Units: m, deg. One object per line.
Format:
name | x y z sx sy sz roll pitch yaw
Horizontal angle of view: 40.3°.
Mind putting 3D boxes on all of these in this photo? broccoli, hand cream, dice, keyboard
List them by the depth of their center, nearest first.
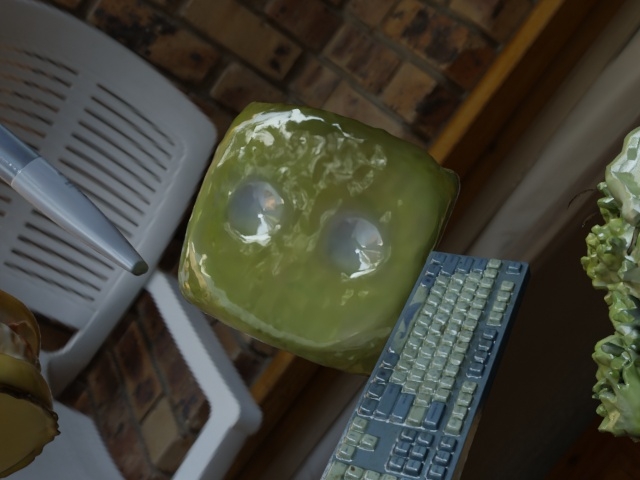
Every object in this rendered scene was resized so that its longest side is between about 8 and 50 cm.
keyboard | 0.050 0.066 0.403 0.055 0.014 0.176 8 42 25
broccoli | 0.358 0.011 0.753 0.281 0.293 0.347 37 36 -31
dice | 0.000 0.000 0.916 0.233 0.226 0.238 22 -3 8
hand cream | -0.285 -0.048 0.930 0.255 0.048 0.079 42 -1 -1

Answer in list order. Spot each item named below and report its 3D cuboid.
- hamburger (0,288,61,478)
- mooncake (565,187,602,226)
hamburger | -0.429 0.140 0.941 0.261 0.302 0.186 -10 58 -16
mooncake | 0.486 -0.090 1.359 0.057 0.150 0.347 44 24 19
